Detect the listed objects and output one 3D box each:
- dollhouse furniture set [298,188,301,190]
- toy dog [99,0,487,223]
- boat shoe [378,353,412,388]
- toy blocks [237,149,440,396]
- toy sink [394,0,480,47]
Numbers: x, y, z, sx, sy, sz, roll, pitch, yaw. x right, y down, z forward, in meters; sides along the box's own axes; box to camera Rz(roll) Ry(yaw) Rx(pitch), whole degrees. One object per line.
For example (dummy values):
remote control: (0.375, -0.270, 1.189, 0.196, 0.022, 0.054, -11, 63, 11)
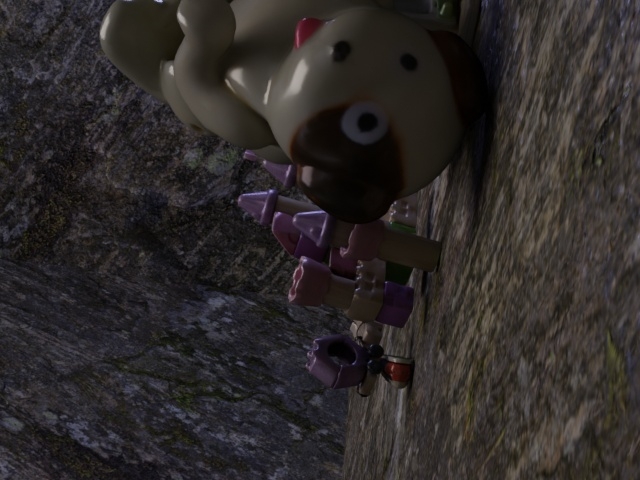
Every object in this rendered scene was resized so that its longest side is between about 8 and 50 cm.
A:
dollhouse furniture set: (0.038, -0.205, 1.992, 0.303, 0.287, 0.198, 127, 153, -66)
toy dog: (-0.012, -0.167, 1.287, 0.408, 0.285, 0.395, 34, 157, 56)
boat shoe: (0.106, 0.187, 1.673, 0.137, 0.049, 0.043, 154, 121, -84)
toy blocks: (0.000, 0.000, 1.624, 0.288, 0.260, 0.309, -83, 11, -47)
toy sink: (0.121, -0.249, 1.514, 0.152, 0.131, 0.234, -83, 1, -48)
